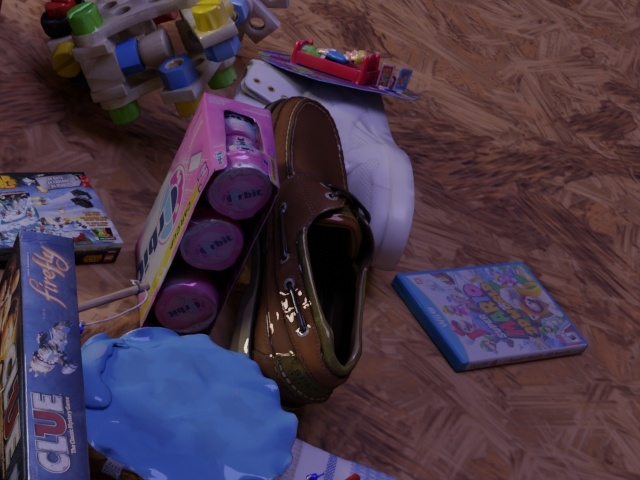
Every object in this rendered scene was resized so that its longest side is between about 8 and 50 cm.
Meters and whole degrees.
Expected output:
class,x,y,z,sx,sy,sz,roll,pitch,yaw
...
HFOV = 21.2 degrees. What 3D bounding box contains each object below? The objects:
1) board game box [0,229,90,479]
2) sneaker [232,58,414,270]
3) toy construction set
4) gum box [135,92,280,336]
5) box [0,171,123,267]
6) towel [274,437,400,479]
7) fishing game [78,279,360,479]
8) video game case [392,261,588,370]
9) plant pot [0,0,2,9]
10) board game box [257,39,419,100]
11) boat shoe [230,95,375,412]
class,x,y,z,sx,sy,sz,roll,pitch,yaw
board game box,-0.206,0.133,1.174,0.042,0.165,0.243,12,37,-21
sneaker,-0.013,-0.077,1.637,0.169,0.108,0.292,13,27,-18
toy construction set,-0.147,-0.222,1.656,0.215,0.151,0.327,-12,18,16
gum box,-0.094,-0.021,1.426,0.062,0.188,0.107,14,36,-19
box,-0.248,-0.019,1.461,0.137,0.027,0.094,-2,46,-36
towel,0.004,0.231,1.304,0.285,0.034,0.209,23,34,-6
fishing game,-0.107,0.134,1.299,0.264,0.041,0.189,38,34,20
video game case,0.162,0.070,1.633,0.166,0.015,0.119,-5,46,-37
plant pot,-0.393,-0.281,1.516,0.275,0.243,0.275,17,36,-13
board game box,0.022,-0.181,1.717,0.169,0.033,0.133,9,14,-29
boat shoe,0.000,0.000,1.453,0.111,0.104,0.307,26,52,-37
